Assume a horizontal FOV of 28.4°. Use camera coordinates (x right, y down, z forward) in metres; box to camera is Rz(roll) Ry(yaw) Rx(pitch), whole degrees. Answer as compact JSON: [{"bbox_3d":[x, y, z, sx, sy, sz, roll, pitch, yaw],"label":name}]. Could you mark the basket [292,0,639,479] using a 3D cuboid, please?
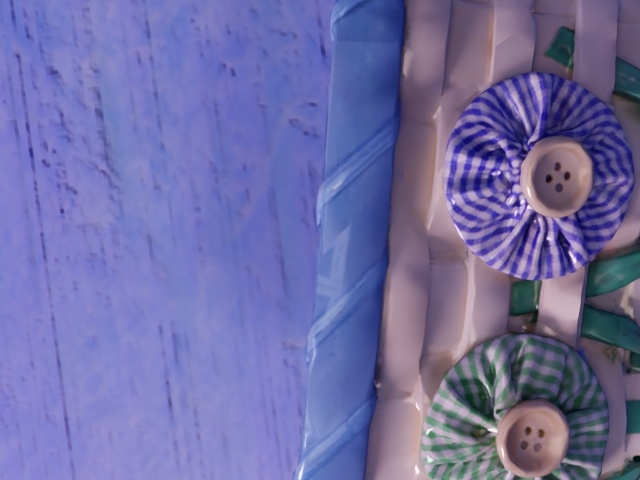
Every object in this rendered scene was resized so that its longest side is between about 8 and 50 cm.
[{"bbox_3d":[0.000,0.000,0.437,0.289,0.201,0.254,2,97,6],"label":"basket"}]
